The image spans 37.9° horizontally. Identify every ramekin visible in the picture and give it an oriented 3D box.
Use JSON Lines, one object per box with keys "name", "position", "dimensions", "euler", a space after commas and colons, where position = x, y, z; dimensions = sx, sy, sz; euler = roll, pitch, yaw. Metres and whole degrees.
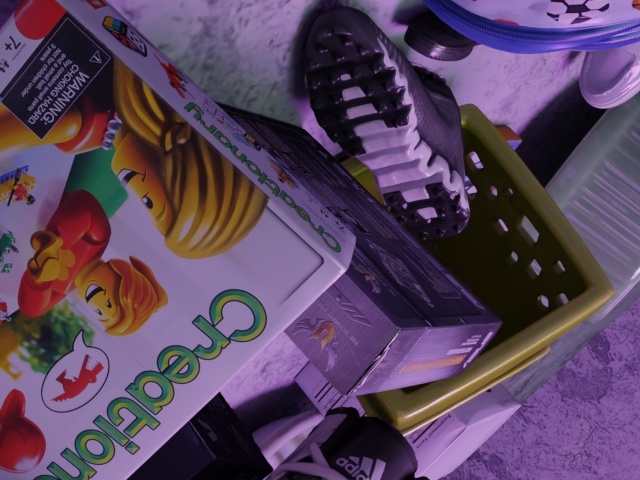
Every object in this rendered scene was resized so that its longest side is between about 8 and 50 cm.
{"name": "ramekin", "position": [0.366, -0.040, 1.170], "dimensions": [0.303, 0.148, 0.303], "euler": [-48, 168, -14]}

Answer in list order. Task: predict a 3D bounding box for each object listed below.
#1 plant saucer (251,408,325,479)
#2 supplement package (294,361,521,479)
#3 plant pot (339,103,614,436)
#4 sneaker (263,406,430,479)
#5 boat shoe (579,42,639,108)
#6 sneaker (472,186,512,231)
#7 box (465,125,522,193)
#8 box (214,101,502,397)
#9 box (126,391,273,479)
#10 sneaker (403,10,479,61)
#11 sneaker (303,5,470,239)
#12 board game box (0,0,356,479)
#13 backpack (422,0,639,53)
{"name": "plant saucer", "position": [-0.113, 0.382, 1.253], "dimensions": [0.400, 0.100, 0.401], "euler": [-41, 148, -33]}
{"name": "supplement package", "position": [0.118, 0.201, 1.231], "dimensions": [0.149, 0.203, 0.194], "euler": [-50, 157, 21]}
{"name": "plant pot", "position": [0.100, 0.047, 0.879], "dimensions": [0.228, 0.227, 0.207], "euler": [-28, 159, -11]}
{"name": "sneaker", "position": [-0.049, 0.209, 0.670], "dimensions": [0.257, 0.169, 0.447], "euler": [-46, 167, -9]}
{"name": "boat shoe", "position": [0.318, -0.235, 0.934], "dimensions": [0.081, 0.079, 0.228], "euler": [-8, 135, -43]}
{"name": "sneaker", "position": [0.143, 0.011, 1.108], "dimensions": [0.212, 0.080, 0.094], "euler": [-33, -173, 1]}
{"name": "box", "position": [0.156, -0.084, 1.000], "dimensions": [0.136, 0.028, 0.081], "euler": [-13, 145, -53]}
{"name": "box", "position": [0.000, 0.000, 0.636], "dimensions": [0.056, 0.231, 0.183], "euler": [-52, 156, 17]}
{"name": "box", "position": [-0.139, 0.160, 0.806], "dimensions": [0.093, 0.156, 0.158], "euler": [-40, 157, 0]}
{"name": "sneaker", "position": [0.139, -0.198, 0.739], "dimensions": [0.170, 0.051, 0.089], "euler": [-19, 142, -40]}
{"name": "sneaker", "position": [0.057, -0.106, 0.729], "dimensions": [0.078, 0.106, 0.234], "euler": [-10, 140, 27]}
{"name": "board game box", "position": [-0.155, 0.041, 0.494], "dimensions": [0.305, 0.193, 0.053], "euler": [-45, -171, 19]}
{"name": "backpack", "position": [0.138, -0.222, 0.455], "dimensions": [0.263, 0.277, 0.213], "euler": [-22, 153, -11]}
